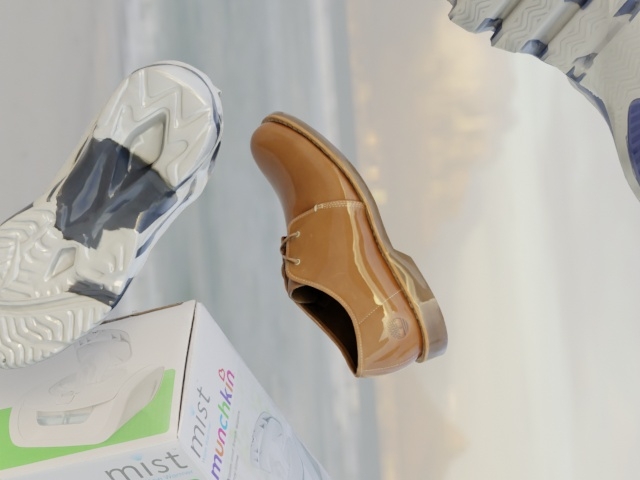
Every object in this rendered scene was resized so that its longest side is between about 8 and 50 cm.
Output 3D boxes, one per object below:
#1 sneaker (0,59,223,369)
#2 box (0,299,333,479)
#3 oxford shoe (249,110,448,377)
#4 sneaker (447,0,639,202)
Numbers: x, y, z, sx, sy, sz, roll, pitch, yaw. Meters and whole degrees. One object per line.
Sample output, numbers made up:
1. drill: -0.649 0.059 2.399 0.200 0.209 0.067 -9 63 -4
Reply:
1. sneaker: -0.139 -0.021 1.296 0.235 0.094 0.153 -58 176 13
2. box: -0.155 0.177 1.386 0.231 0.262 0.126 57 28 -42
3. oxford shoe: 0.000 0.000 1.309 0.212 0.076 0.076 57 -23 28
4. sneaker: 0.219 -0.150 1.357 0.127 0.315 0.182 -45 -177 31
